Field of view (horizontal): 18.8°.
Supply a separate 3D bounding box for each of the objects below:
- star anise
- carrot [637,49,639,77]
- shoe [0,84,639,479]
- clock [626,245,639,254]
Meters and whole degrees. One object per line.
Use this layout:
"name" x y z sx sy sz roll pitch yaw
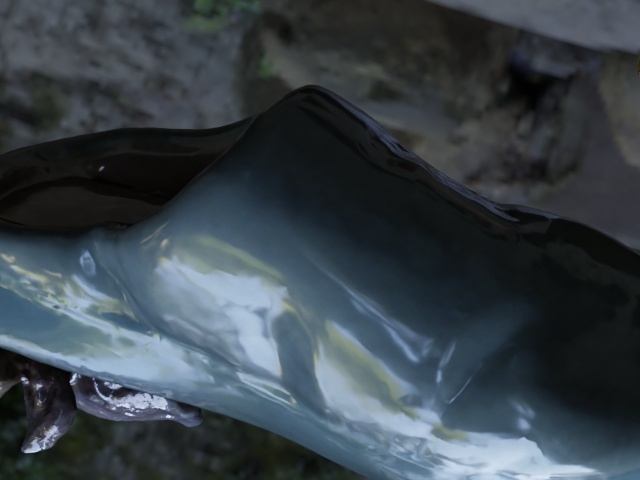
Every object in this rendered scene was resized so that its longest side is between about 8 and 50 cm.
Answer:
"star anise" -0.119 -0.010 0.855 0.218 0.148 0.227 26 152 -8
"carrot" 0.190 -0.130 0.627 0.069 0.228 0.069 36 -169 -8
"shoe" 0.000 0.000 0.538 0.251 0.103 0.100 12 126 17
"clock" 0.106 0.039 0.996 0.135 0.041 0.101 8 142 -32
